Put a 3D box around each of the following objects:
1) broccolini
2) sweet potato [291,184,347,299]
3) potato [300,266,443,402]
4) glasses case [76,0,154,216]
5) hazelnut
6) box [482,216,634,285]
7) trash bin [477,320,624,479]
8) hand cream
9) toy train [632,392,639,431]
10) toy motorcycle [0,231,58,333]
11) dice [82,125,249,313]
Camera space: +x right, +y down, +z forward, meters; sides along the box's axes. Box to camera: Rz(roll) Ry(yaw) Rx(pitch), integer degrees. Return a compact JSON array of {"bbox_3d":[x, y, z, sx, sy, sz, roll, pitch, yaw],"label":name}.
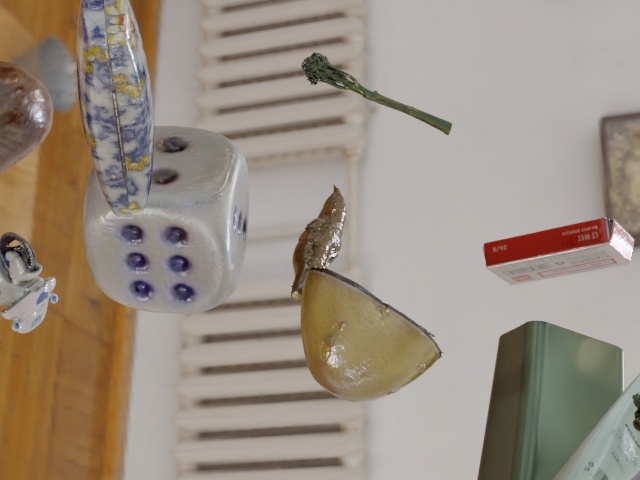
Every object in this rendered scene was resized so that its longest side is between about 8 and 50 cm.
[{"bbox_3d":[0.075,-0.192,1.478,0.042,0.218,0.044,112,4,-53],"label":"broccolini"},{"bbox_3d":[0.000,0.000,1.605,0.274,0.067,0.067,-69,149,-57],"label":"sweet potato"},{"bbox_3d":[0.039,0.131,1.340,0.117,0.182,0.202,-56,150,-12],"label":"potato"},{"bbox_3d":[-0.184,-0.122,1.002,0.248,0.065,0.086,94,-11,-52],"label":"glasses case"},{"bbox_3d":[-0.505,-0.186,1.642,0.181,0.212,0.181,70,-6,-61],"label":"hazelnut"},{"bbox_3d":[0.403,0.020,1.879,0.123,0.229,0.050,28,55,-54],"label":"box"},{"bbox_3d":[0.399,0.330,1.872,0.158,0.223,0.343,141,-35,-60],"label":"trash bin"},{"bbox_3d":[0.432,0.278,1.559,0.321,0.067,0.109,-39,98,-27],"label":"hand cream"},{"bbox_3d":[0.365,0.169,1.132,0.103,0.064,0.044,-29,118,-29],"label":"toy train"},{"bbox_3d":[-0.460,0.060,1.562,0.102,0.221,0.150,-43,120,-47],"label":"toy motorcycle"},{"bbox_3d":[-0.199,-0.029,1.473,0.191,0.194,0.193,-79,173,-52],"label":"dice"}]
